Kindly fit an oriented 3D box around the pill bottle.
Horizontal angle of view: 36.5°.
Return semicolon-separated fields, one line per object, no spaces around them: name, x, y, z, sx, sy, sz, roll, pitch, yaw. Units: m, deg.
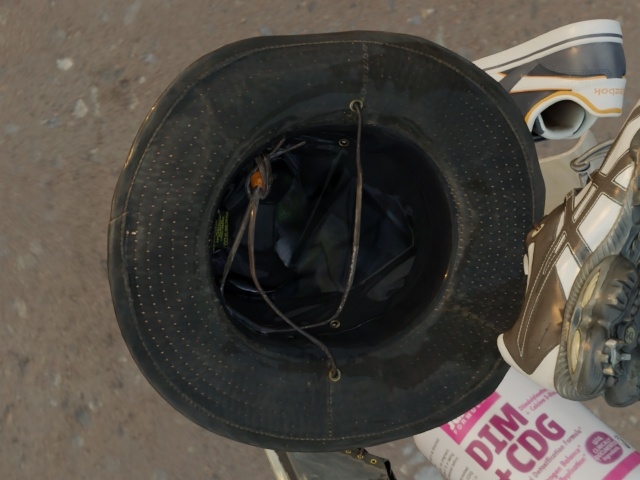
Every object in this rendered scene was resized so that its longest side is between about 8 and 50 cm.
pill bottle;0.205;0.213;1.061;0.160;0.160;0.283;-42;63;-13

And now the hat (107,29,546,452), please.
hat;0.000;0.000;0.729;0.331;0.134;0.331;-1;94;-19

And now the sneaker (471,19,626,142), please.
sneaker;0.267;-0.186;1.284;0.126;0.321;0.127;-6;87;-28

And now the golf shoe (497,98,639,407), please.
golf shoe;0.152;-0.012;0.517;0.077;0.094;0.198;37;72;-32

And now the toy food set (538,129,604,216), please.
toy food set;0.359;-0.079;1.706;0.219;0.306;0.092;52;37;-37

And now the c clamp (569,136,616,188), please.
c clamp;0.334;-0.052;1.135;0.137;0.022;0.160;-9;129;13

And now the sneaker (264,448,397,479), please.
sneaker;0.008;0.228;1.057;0.118;0.083;0.222;-26;62;6
